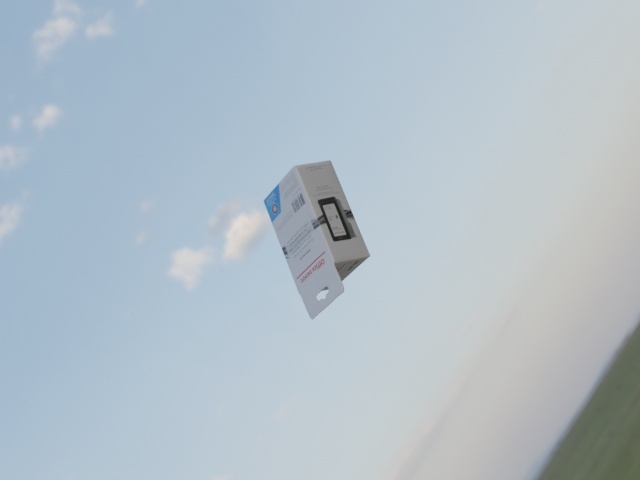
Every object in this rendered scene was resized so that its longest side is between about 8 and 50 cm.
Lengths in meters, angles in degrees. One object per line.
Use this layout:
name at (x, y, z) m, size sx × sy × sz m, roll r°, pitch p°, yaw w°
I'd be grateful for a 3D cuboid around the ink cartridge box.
ink cartridge box at (0.000, 0.000, 0.786) m, size 0.028 × 0.083 × 0.048 m, roll -10°, pitch -20°, yaw -32°
